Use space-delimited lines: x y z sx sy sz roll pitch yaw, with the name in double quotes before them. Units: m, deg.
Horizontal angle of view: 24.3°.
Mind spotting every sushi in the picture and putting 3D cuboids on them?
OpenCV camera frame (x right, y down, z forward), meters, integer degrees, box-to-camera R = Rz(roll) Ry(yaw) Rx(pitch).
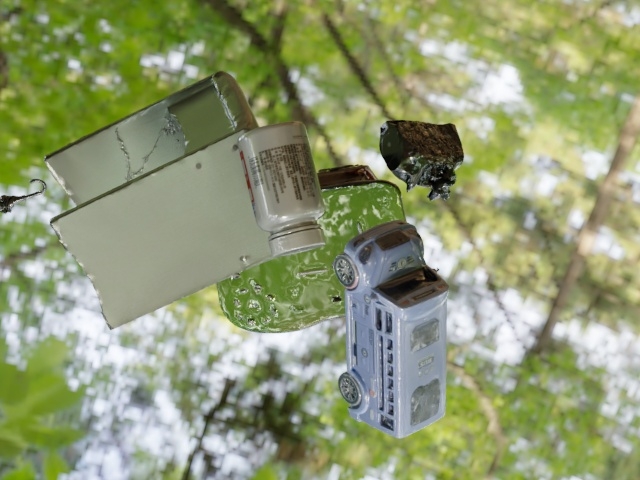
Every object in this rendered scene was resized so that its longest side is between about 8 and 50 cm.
"sushi" 0.114 -0.093 1.656 0.083 0.056 0.084 17 -137 -35

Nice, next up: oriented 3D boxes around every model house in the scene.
"model house" -0.001 -0.001 2.097 0.294 0.207 0.154 -8 -157 16

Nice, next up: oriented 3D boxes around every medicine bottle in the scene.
"medicine bottle" -0.040 -0.056 1.648 0.079 0.140 0.079 -14 175 -1

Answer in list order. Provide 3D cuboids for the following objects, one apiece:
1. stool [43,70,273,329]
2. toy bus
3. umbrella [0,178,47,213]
"stool" -0.183 -0.056 1.840 0.270 0.170 0.243 -25 -155 0
"toy bus" 0.062 0.071 1.201 0.073 0.167 0.076 -22 -147 -34
"umbrella" -0.328 -0.026 1.440 0.149 0.022 0.022 -22 -145 17
